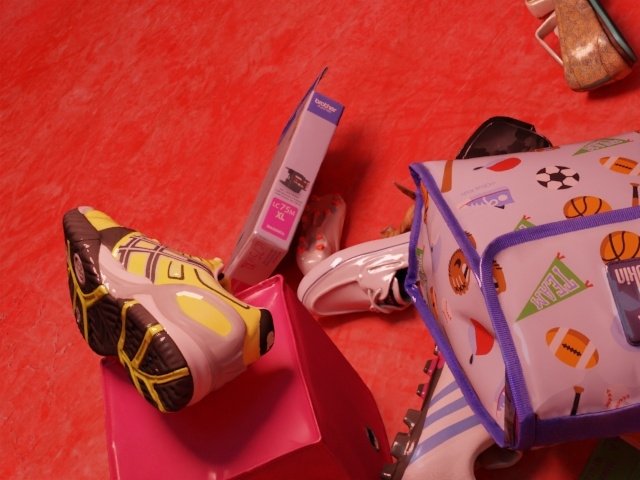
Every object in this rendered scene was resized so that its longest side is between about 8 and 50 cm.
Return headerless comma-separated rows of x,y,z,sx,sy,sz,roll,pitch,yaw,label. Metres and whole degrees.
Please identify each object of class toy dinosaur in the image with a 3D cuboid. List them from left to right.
0.136,-0.033,1.667,0.112,0.211,0.064,-22,75,-17,toy dinosaur

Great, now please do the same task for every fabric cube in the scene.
-0.078,0.247,1.468,0.259,0.258,0.254,-25,44,10,fabric cube

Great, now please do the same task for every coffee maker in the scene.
0.240,-0.062,1.599,0.171,0.178,0.120,-1,53,30,coffee maker

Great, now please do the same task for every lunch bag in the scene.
0.294,0.052,1.327,0.327,0.239,0.385,-10,35,-8,lunch bag

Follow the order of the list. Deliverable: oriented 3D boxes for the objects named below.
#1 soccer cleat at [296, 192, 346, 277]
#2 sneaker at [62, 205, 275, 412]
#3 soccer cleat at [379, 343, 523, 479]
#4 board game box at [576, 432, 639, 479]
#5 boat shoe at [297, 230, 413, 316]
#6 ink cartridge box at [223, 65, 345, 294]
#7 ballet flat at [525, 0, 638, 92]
0.000,0.000,1.773,0.068,0.076,0.196,-6,31,13,soccer cleat
-0.188,0.068,1.433,0.147,0.145,0.384,-17,34,-26,sneaker
0.185,0.191,1.484,0.143,0.116,0.331,24,52,5,soccer cleat
0.416,0.290,1.255,0.316,0.064,0.242,16,57,36,board game box
0.091,0.051,1.651,0.258,0.095,0.084,-24,41,12,boat shoe
-0.048,-0.084,1.797,0.186,0.065,0.311,129,163,-58,ink cartridge box
0.360,-0.343,1.822,0.123,0.123,0.349,-22,46,13,ballet flat
